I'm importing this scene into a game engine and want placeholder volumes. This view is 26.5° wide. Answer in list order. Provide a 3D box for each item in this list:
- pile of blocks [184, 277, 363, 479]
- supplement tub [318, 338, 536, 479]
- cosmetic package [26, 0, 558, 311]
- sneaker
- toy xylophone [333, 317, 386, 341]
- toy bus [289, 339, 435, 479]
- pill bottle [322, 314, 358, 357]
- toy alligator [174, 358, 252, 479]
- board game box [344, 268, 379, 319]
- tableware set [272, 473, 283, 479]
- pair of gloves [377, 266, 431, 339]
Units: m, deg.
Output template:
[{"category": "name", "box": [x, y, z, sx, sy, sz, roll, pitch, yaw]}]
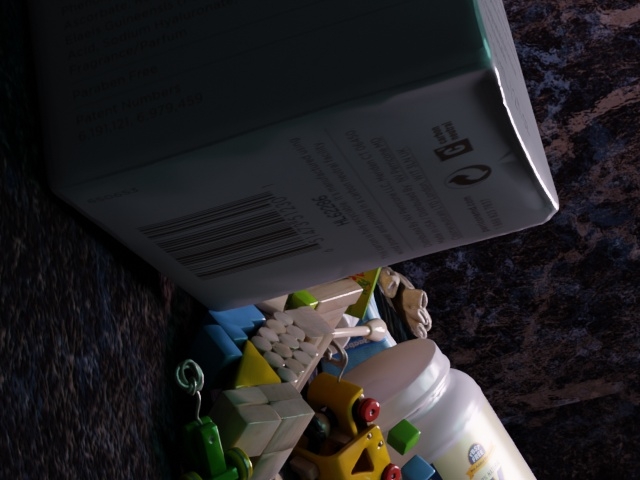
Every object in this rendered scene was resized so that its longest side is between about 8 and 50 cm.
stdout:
[{"category": "pile of blocks", "box": [-0.071, 0.110, 1.284, 0.112, 0.149, 0.362, -60, -178, 25]}, {"category": "supplement tub", "box": [0.150, 0.317, 1.799, 0.324, 0.235, 0.235, 57, 11, -12]}, {"category": "cosmetic package", "box": [-0.028, -0.201, 1.109, 0.329, 0.327, 0.393, 45, 31, -65]}, {"category": "sneaker", "box": [0.049, 0.109, 2.062, 0.208, 0.127, 0.319, -86, 162, -65]}, {"category": "toy xylophone", "box": [0.000, 0.000, 1.562, 0.323, 0.081, 0.236, 13, 81, -58]}, {"category": "toy bus", "box": [0.014, 0.245, 1.598, 0.202, 0.104, 0.191, 47, -31, 11]}, {"category": "pill bottle", "box": [-0.008, 0.051, 1.740, 0.215, 0.117, 0.117, -93, 167, -55]}, {"category": "toy alligator", "box": [-0.093, 0.182, 1.094, 0.051, 0.056, 0.189, -1, -72, 54]}, {"category": "board game box", "box": [0.050, 0.002, 1.439, 0.181, 0.043, 0.092, 102, 8, -62]}, {"category": "tableware set", "box": [-0.033, 0.326, 1.399, 0.141, 0.020, 0.168, -73, 148, -80]}, {"category": "pair of gloves", "box": [0.079, 0.023, 1.860, 0.240, 0.042, 0.204, 64, -9, -31]}]
